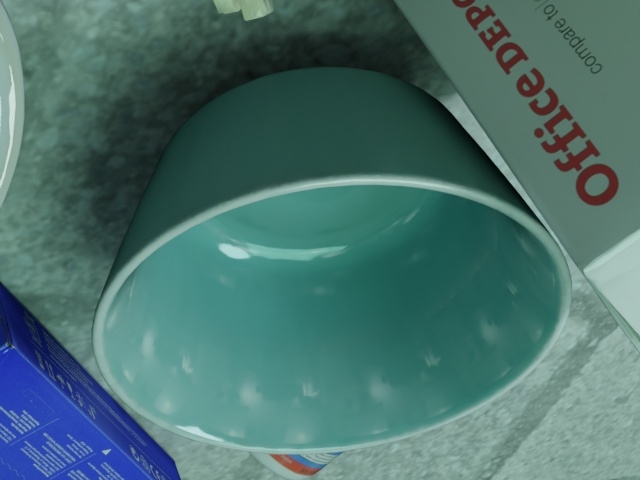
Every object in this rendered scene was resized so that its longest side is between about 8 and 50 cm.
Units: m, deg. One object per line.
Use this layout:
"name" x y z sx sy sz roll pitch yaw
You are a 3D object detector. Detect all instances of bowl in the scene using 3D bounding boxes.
"bowl" 0.000 0.000 0.895 0.312 0.163 0.311 -6 143 -4

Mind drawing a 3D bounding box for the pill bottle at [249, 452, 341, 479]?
"pill bottle" 0.030 0.089 1.080 0.221 0.124 0.124 -39 141 17

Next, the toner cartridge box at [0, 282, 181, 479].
"toner cartridge box" -0.244 0.176 1.056 0.165 0.075 0.348 -27 142 1

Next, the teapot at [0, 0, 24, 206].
"teapot" -0.292 -0.077 0.657 0.252 0.187 0.256 -5 114 -54

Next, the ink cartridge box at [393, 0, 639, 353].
"ink cartridge box" 0.280 -0.155 0.813 0.395 0.285 0.166 -37 140 11

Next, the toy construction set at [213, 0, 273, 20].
"toy construction set" 0.041 -0.249 0.693 0.328 0.151 0.215 -25 168 9
